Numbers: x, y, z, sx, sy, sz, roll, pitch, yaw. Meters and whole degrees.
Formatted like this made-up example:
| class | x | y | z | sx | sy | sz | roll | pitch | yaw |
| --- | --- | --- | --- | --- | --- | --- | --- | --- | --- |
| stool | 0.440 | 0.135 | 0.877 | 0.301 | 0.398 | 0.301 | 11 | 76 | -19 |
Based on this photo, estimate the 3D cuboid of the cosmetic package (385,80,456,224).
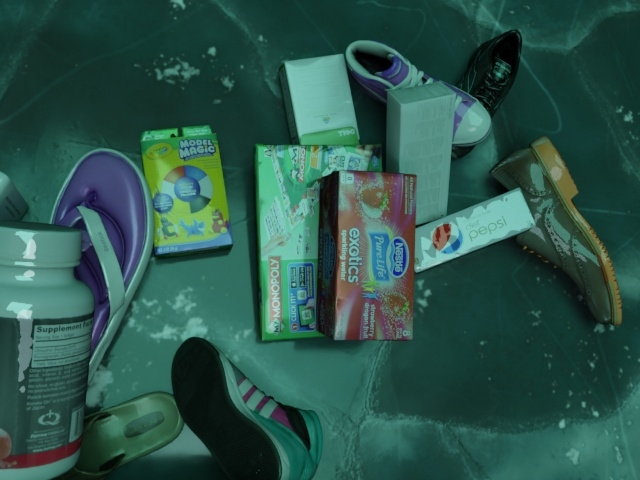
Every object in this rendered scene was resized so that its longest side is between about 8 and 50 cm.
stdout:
| class | x | y | z | sx | sy | sz | roll | pitch | yaw |
| --- | --- | --- | --- | --- | --- | --- | --- | --- | --- |
| cosmetic package | 0.163 | -0.139 | 1.173 | 0.098 | 0.239 | 0.060 | -13 | 37 | -14 |

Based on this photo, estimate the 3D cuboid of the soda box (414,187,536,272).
| class | x | y | z | sx | sy | sz | roll | pitch | yaw |
| --- | --- | --- | --- | --- | --- | --- | --- | --- | --- |
| soda box | 0.250 | -0.014 | 1.201 | 0.216 | 0.069 | 0.074 | -22 | 83 | 6 |

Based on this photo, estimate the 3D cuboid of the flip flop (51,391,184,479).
| class | x | y | z | sx | sy | sz | roll | pitch | yaw |
| --- | --- | --- | --- | --- | --- | --- | --- | --- | --- |
| flip flop | -0.331 | 0.311 | 1.030 | 0.277 | 0.080 | 0.112 | -24 | 84 | -13 |

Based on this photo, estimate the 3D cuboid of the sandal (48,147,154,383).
| class | x | y | z | sx | sy | sz | roll | pitch | yaw |
| --- | --- | --- | --- | --- | --- | --- | --- | --- | --- |
| sandal | -0.358 | 0.054 | 1.049 | 0.169 | 0.102 | 0.416 | 10 | 79 | 3 |

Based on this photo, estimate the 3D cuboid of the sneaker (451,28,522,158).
| class | x | y | z | sx | sy | sz | roll | pitch | yaw |
| --- | --- | --- | --- | --- | --- | --- | --- | --- | --- |
| sneaker | 0.291 | -0.276 | 1.284 | 0.101 | 0.106 | 0.267 | 28 | 75 | -7 |

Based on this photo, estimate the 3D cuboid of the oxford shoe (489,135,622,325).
| class | x | y | z | sx | sy | sz | roll | pitch | yaw |
| --- | --- | --- | --- | --- | --- | --- | --- | --- | --- |
| oxford shoe | 0.429 | 0.000 | 1.268 | 0.132 | 0.130 | 0.364 | -26 | 88 | 12 |

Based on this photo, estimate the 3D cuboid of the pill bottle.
| class | x | y | z | sx | sy | sz | roll | pitch | yaw |
| --- | --- | --- | --- | --- | --- | --- | --- | --- | --- |
| pill bottle | -0.393 | 0.138 | 0.919 | 0.176 | 0.176 | 0.319 | 6 | 93 | -12 |

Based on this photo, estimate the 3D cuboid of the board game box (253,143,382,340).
| class | x | y | z | sx | sy | sz | roll | pitch | yaw |
| --- | --- | --- | --- | --- | --- | --- | --- | --- | --- |
| board game box | 0.000 | 0.000 | 1.160 | 0.213 | 0.046 | 0.317 | -1 | 90 | -12 |

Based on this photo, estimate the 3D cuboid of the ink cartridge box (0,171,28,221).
| class | x | y | z | sx | sy | sz | roll | pitch | yaw |
| --- | --- | --- | --- | --- | --- | --- | --- | --- | --- |
| ink cartridge box | -0.650 | 0.023 | 0.978 | 0.279 | 0.160 | 0.385 | 30 | 73 | -5 |

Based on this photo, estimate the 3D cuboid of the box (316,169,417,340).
| class | x | y | z | sx | sy | sz | roll | pitch | yaw |
| --- | --- | --- | --- | --- | --- | --- | --- | --- | --- |
| box | 0.069 | 0.023 | 1.089 | 0.128 | 0.122 | 0.257 | 2 | 89 | -14 |

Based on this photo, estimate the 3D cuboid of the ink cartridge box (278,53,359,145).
| class | x | y | z | sx | sy | sz | roll | pitch | yaw |
| --- | --- | --- | --- | --- | --- | --- | --- | --- | --- |
| ink cartridge box | 0.001 | -0.210 | 1.219 | 0.109 | 0.062 | 0.209 | -11 | 91 | -15 |

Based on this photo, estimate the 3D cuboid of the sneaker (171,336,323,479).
| class | x | y | z | sx | sy | sz | roll | pitch | yaw |
| --- | --- | --- | --- | --- | --- | --- | --- | --- | --- |
| sneaker | -0.098 | 0.270 | 1.076 | 0.124 | 0.178 | 0.295 | -49 | 53 | 8 |

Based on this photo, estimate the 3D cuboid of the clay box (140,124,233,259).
| class | x | y | z | sx | sy | sz | roll | pitch | yaw |
| --- | --- | --- | --- | --- | --- | --- | --- | --- | --- |
| clay box | -0.223 | -0.088 | 1.154 | 0.127 | 0.053 | 0.222 | -8 | 81 | -13 |

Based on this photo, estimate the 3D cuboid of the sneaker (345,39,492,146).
| class | x | y | z | sx | sy | sz | roll | pitch | yaw |
| --- | --- | --- | --- | --- | --- | --- | --- | --- | --- |
| sneaker | 0.161 | -0.250 | 1.191 | 0.282 | 0.161 | 0.102 | 29 | 96 | 9 |
